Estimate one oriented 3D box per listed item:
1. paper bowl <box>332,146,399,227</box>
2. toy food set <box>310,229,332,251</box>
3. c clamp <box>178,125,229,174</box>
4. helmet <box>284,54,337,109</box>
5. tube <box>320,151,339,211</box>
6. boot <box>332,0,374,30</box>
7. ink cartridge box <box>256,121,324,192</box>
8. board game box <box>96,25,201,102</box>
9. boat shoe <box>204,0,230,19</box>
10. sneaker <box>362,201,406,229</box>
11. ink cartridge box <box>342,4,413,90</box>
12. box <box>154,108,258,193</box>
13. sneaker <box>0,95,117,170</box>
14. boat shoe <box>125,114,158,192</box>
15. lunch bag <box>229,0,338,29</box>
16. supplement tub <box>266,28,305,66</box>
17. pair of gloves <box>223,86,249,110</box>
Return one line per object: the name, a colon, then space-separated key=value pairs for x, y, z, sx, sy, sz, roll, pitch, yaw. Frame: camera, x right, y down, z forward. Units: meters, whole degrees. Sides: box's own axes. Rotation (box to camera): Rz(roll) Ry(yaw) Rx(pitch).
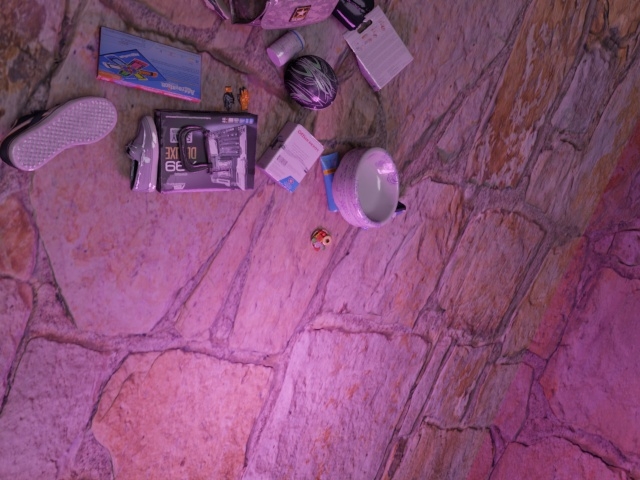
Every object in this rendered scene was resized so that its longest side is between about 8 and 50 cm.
paper bowl: x=0.151 y=-0.190 z=1.935 sx=0.284 sy=0.148 sz=0.284 roll=-7 pitch=99 yaw=-49
toy food set: x=0.000 y=0.000 z=2.018 sx=0.082 sy=0.020 sz=0.083 roll=-44 pitch=125 yaw=-11
c clamp: x=-0.352 y=-0.266 z=1.604 sx=0.137 sy=0.022 sz=0.161 roll=-18 pitch=118 yaw=-21
helmet: x=-0.027 y=-0.505 z=1.726 sx=0.169 sy=0.161 sz=0.169 roll=-12 pitch=113 yaw=-28
tube: x=0.043 y=-0.210 z=1.956 sx=0.080 sy=0.052 sz=0.207 roll=-24 pitch=115 yaw=-38
boot: x=0.091 y=-0.824 z=1.722 sx=0.207 sy=0.094 sz=0.246 roll=22 pitch=102 yaw=-32
ink cartridge box: x=-0.101 y=-0.280 z=1.813 sx=0.139 sy=0.082 sz=0.191 roll=39 pitch=84 yaw=-36
board game box: x=-0.469 y=-0.484 z=1.502 sx=0.281 sy=0.027 sz=0.145 roll=6 pitch=75 yaw=-34
boat shoe: x=-0.314 y=-0.691 z=1.552 sx=0.043 sy=0.049 sz=0.137 roll=-21 pitch=132 yaw=25
sneaker: x=0.240 y=-0.103 z=2.108 sx=0.211 sy=0.080 sz=0.081 roll=-15 pitch=131 yaw=-23
ink cartridge box: x=0.196 y=-0.668 z=1.890 sx=0.181 sy=0.056 sz=0.225 roll=-43 pitch=106 yaw=-11
box: x=-0.351 y=-0.274 z=1.661 sx=0.307 sy=0.076 sz=0.243 roll=-5 pitch=110 yaw=-31
sneaker: x=-0.695 y=-0.294 z=1.420 sx=0.321 sy=0.127 sz=0.126 roll=-44 pitch=135 yaw=-42
boat shoe: x=-0.519 y=-0.247 z=1.563 sx=0.081 sy=0.079 sz=0.228 roll=-7 pitch=114 yaw=-35
lunch bag: x=-0.101 y=-0.694 z=1.534 sx=0.235 sy=0.287 sz=0.169 roll=-19 pitch=116 yaw=-26
supplement tub: x=-0.107 y=-0.605 z=1.696 sx=0.107 sy=0.071 sz=0.071 roll=-42 pitch=124 yaw=-12
pair of gloves: x=-0.263 y=-0.444 z=1.694 sx=0.083 sy=0.010 sz=0.074 roll=-8 pitch=112 yaw=-29
